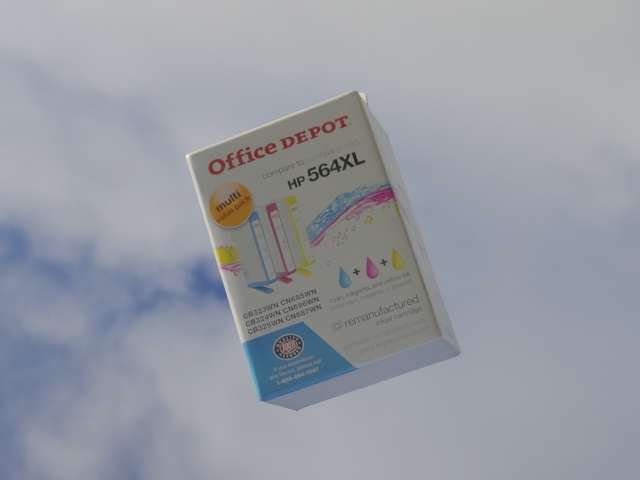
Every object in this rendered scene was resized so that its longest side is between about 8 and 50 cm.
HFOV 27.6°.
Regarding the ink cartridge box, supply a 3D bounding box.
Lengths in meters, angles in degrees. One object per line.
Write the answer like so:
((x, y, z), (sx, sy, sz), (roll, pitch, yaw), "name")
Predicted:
((0.000, 0.000, 0.640), (0.090, 0.092, 0.143), (39, -148, -75), "ink cartridge box")
